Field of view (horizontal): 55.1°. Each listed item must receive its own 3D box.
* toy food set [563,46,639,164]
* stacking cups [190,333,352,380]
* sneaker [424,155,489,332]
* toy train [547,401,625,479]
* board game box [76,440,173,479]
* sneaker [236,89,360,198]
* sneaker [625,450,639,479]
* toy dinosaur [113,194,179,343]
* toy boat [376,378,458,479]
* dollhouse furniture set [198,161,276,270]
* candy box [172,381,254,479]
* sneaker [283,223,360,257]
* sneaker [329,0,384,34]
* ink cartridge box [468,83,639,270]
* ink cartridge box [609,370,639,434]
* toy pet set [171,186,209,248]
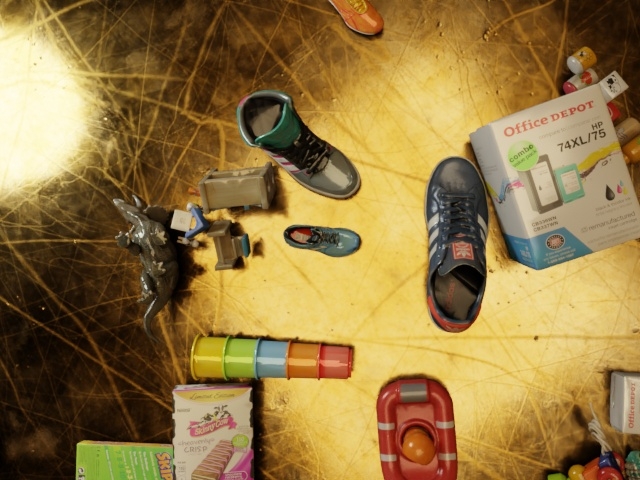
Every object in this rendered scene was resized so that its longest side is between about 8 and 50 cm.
[{"bbox_3d":[0.524,-0.241,1.167,0.104,0.111,0.232,-37,86,4],"label":"toy food set"},{"bbox_3d":[-0.095,0.243,1.228,0.316,0.096,0.096,3,88,7],"label":"stacking cups"},{"bbox_3d":[0.266,0.005,1.169,0.131,0.148,0.349,-2,87,7],"label":"sneaker"},{"bbox_3d":[0.493,0.441,1.152,0.143,0.105,0.248,-27,79,26],"label":"toy train"},{"bbox_3d":[-0.381,0.488,1.281,0.260,0.039,0.124,0,87,9],"label":"board game box"},{"bbox_3d":[-0.050,-0.194,1.201,0.296,0.178,0.123,35,92,7],"label":"sneaker"},{"bbox_3d":[0.639,0.465,1.154,0.076,0.065,0.166,-26,88,-11],"label":"sneaker"},{"bbox_3d":[-0.331,0.045,1.249,0.121,0.160,0.313,-19,92,5],"label":"toy dinosaur"},{"bbox_3d":[0.183,0.385,1.159,0.151,0.151,0.231,-5,87,7],"label":"toy boat"},{"bbox_3d":[-0.156,-0.052,1.252,0.129,0.129,0.183,-5,111,6],"label":"dollhouse furniture set"},{"bbox_3d":[-0.213,0.408,1.230,0.159,0.071,0.233,-2,87,-8],"label":"candy box"},{"bbox_3d":[0.000,0.000,1.239,0.162,0.073,0.063,4,87,7],"label":"sneaker"},{"bbox_3d":[0.059,-0.489,1.260,0.175,0.067,0.064,43,91,5],"label":"sneaker"},{"bbox_3d":[0.419,-0.112,1.116,0.198,0.197,0.270,-20,93,6],"label":"ink cartridge box"},{"bbox_3d":[0.633,0.308,1.152,0.151,0.063,0.109,2,88,7],"label":"ink cartridge box"},{"bbox_3d":[-0.251,-0.044,1.252,0.065,0.114,0.122,13,91,6],"label":"toy pet set"}]
